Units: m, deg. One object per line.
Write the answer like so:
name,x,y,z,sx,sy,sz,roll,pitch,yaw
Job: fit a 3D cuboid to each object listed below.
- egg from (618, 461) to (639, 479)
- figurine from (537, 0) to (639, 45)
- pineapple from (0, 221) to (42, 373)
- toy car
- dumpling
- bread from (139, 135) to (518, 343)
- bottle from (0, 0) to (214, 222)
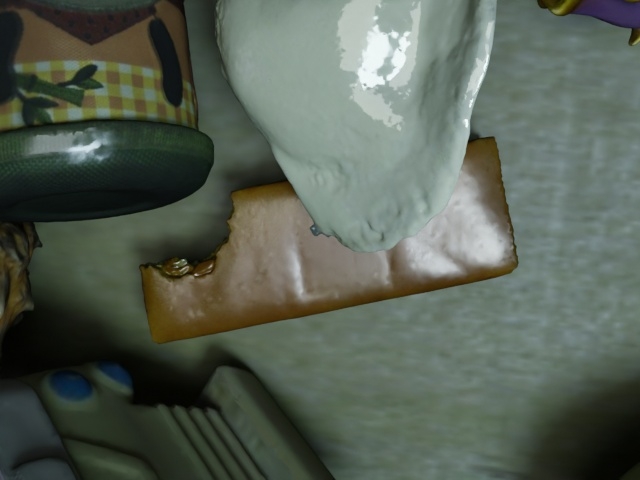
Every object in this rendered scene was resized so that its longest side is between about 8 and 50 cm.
egg,0.272,0.199,0.416,0.254,0.188,0.188,3,101,0
figurine,0.143,-0.225,0.353,0.189,0.142,0.263,-28,110,-5
pineapple,-0.312,0.099,0.441,0.175,0.175,0.361,40,99,-5
toy car,-0.147,0.248,0.437,0.242,0.226,0.336,45,116,32
dumpling,0.027,-0.120,0.382,0.126,0.166,0.216,33,60,-29
bread,0.000,0.000,0.464,0.226,0.049,0.088,-11,100,6
bottle,-0.141,-0.150,0.383,0.143,0.156,0.271,-9,85,18
